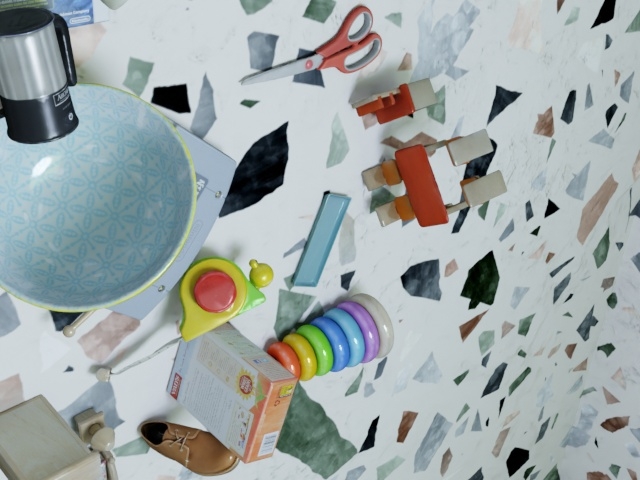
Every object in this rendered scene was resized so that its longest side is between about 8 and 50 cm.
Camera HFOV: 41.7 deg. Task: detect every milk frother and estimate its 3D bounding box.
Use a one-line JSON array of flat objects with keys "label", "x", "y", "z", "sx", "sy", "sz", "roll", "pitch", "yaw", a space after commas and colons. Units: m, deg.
[{"label": "milk frother", "x": -0.362, "y": -0.197, "z": 0.974, "sx": 0.143, "sy": 0.129, "sz": 0.134, "roll": -4, "pitch": 125, "yaw": -2}]

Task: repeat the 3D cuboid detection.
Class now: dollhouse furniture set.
[{"label": "dollhouse furniture set", "x": 0.165, "y": -0.148, "z": 1.514, "sx": 0.135, "sy": 0.262, "sz": 0.259, "roll": -24, "pitch": 97, "yaw": -33}, {"label": "dollhouse furniture set", "x": -0.436, "y": 0.446, "z": 1.308, "sx": 0.303, "sy": 0.174, "sz": 0.355, "roll": -22, "pitch": 129, "yaw": -36}]

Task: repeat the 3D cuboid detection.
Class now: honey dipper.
[{"label": "honey dipper", "x": -0.314, "y": 0.083, "z": 1.233, "sx": 0.160, "sy": 0.030, "sz": 0.030, "roll": -46, "pitch": 140, "yaw": -11}]

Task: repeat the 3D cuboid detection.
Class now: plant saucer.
[{"label": "plant saucer", "x": 0.000, "y": 0.000, "z": 1.598, "sx": 0.067, "sy": 0.018, "sz": 0.192, "roll": 6, "pitch": 109, "yaw": -48}]

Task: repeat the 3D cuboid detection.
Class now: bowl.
[{"label": "bowl", "x": -0.302, "y": -0.045, "z": 1.104, "sx": 0.289, "sy": 0.289, "sz": 0.156, "roll": -50, "pitch": 178, "yaw": -9}]

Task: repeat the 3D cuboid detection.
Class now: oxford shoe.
[{"label": "oxford shoe", "x": -0.229, "y": 0.353, "z": 1.442, "sx": 0.076, "sy": 0.212, "sz": 0.076, "roll": 46, "pitch": 55, "yaw": -47}]

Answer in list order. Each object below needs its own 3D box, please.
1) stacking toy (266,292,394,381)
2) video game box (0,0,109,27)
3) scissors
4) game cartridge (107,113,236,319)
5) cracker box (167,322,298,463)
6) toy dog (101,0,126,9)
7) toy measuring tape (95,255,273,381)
[{"label": "stacking toy", "x": -0.019, "y": 0.223, "z": 1.645, "sx": 0.330, "sy": 0.141, "sz": 0.141, "roll": -22, "pitch": 129, "yaw": -30}, {"label": "video game box", "x": -0.352, "y": -0.336, "z": 0.982, "sx": 0.205, "sy": 0.048, "sz": 0.187, "roll": -23, "pitch": 128, "yaw": -36}, {"label": "scissors", "x": -0.006, "y": -0.289, "z": 1.397, "sx": 0.297, "sy": 0.021, "sz": 0.109, "roll": -38, "pitch": 139, "yaw": -25}, {"label": "game cartridge", "x": -0.258, "y": -0.028, "z": 1.280, "sx": 0.297, "sy": 0.062, "sz": 0.198, "roll": -58, "pitch": 146, "yaw": 0}, {"label": "cracker box", "x": -0.154, "y": 0.244, "z": 1.424, "sx": 0.067, "sy": 0.232, "sz": 0.155, "roll": -1, "pitch": 116, "yaw": -48}, {"label": "toy dog", "x": -0.327, "y": -0.440, "z": 0.710, "sx": 0.408, "sy": 0.395, "sz": 0.284, "roll": 18, "pitch": 111, "yaw": -32}, {"label": "toy measuring tape", "x": -0.232, "y": 0.109, "z": 1.378, "sx": 0.330, "sy": 0.121, "sz": 0.121, "roll": -27, "pitch": 134, "yaw": -9}]
